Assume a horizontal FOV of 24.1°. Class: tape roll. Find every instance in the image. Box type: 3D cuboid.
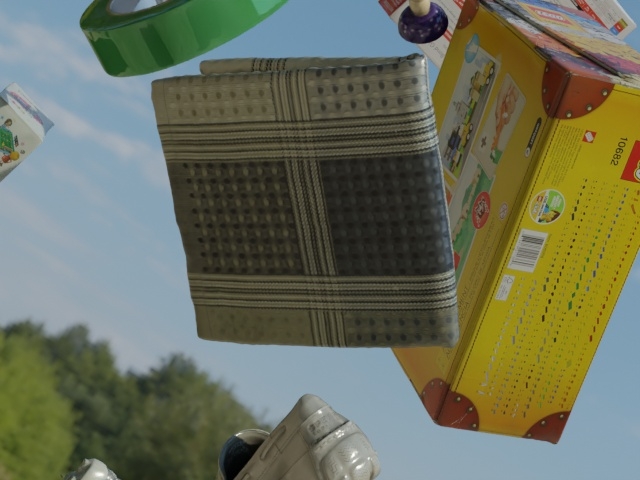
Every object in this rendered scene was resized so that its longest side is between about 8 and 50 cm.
[{"bbox_3d":[-0.175,-0.340,2.075,0.321,0.321,0.077,12,-44,53],"label":"tape roll"}]

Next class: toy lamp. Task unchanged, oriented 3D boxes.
[{"bbox_3d":[0.113,-0.377,1.941,0.080,0.080,0.275,24,-29,27],"label":"toy lamp"}]

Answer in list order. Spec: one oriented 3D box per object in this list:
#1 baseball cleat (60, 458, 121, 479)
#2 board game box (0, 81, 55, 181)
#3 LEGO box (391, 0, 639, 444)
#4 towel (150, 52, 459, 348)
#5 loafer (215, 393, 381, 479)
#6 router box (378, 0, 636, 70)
[{"bbox_3d":[-0.340,0.386,1.975,0.109,0.206,0.072,44,2,-11],"label":"baseball cleat"},{"bbox_3d":[-0.541,-0.091,2.224,0.097,0.303,0.224,47,3,-12],"label":"board game box"},{"bbox_3d":[0.257,-0.041,2.011,0.193,0.500,0.372,11,22,-20],"label":"LEGO box"},{"bbox_3d":[-0.015,-0.038,1.564,0.324,0.056,0.312,0,-71,28],"label":"towel"},{"bbox_3d":[-0.056,0.241,1.496,0.111,0.112,0.319,56,-42,6],"label":"loafer"},{"bbox_3d":[0.317,-0.384,2.532,0.335,0.301,0.082,43,11,-29],"label":"router box"}]
